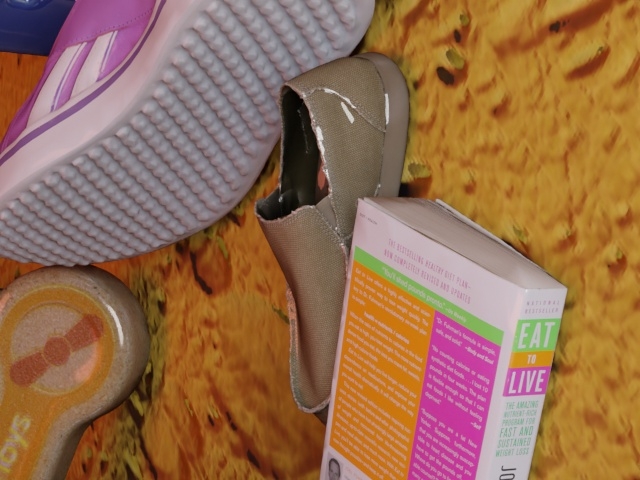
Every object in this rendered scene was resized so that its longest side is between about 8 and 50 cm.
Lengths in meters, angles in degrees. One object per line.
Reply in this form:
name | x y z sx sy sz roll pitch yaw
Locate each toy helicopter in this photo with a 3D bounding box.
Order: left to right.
toy helicopter | -0.200 0.168 0.936 0.355 0.235 0.140 -65 -11 6

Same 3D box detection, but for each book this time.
book | 0.039 0.067 0.646 0.096 0.035 0.144 36 121 54

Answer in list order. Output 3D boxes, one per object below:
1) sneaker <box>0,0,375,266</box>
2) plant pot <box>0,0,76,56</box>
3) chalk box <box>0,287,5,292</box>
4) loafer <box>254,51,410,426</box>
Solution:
sneaker | -0.071 -0.104 0.806 0.282 0.102 0.161 -39 51 43
plant pot | -0.192 -0.250 0.900 0.212 0.236 0.236 -41 53 46
chalk box | -0.319 0.127 1.176 0.289 0.180 0.179 -14 77 63
loafer | 0.000 0.000 0.702 0.056 0.050 0.148 9 96 63
